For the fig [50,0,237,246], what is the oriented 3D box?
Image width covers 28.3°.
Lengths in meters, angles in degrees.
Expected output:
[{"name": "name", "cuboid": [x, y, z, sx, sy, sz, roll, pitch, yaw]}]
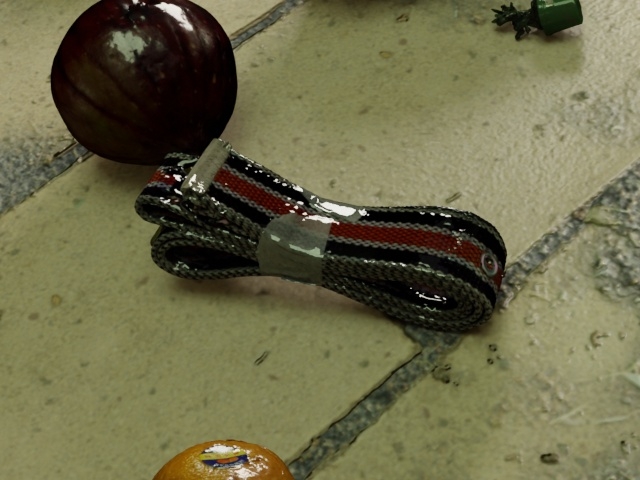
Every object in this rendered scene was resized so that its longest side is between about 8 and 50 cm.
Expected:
[{"name": "fig", "cuboid": [-0.164, -0.149, 1.351, 0.203, 0.186, 0.249, -21, 54, -30]}]

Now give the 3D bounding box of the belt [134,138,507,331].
[{"name": "belt", "cuboid": [0.000, 0.000, 1.219, 0.359, 0.126, 0.094, 15, 45, 13]}]

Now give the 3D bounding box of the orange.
[{"name": "orange", "cuboid": [-0.081, 0.230, 1.045, 0.135, 0.118, 0.135, 7, 11, -1]}]

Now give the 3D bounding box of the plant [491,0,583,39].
[{"name": "plant", "cuboid": [0.242, -0.253, 1.429, 0.102, 0.051, 0.051, -9, 48, 23]}]
